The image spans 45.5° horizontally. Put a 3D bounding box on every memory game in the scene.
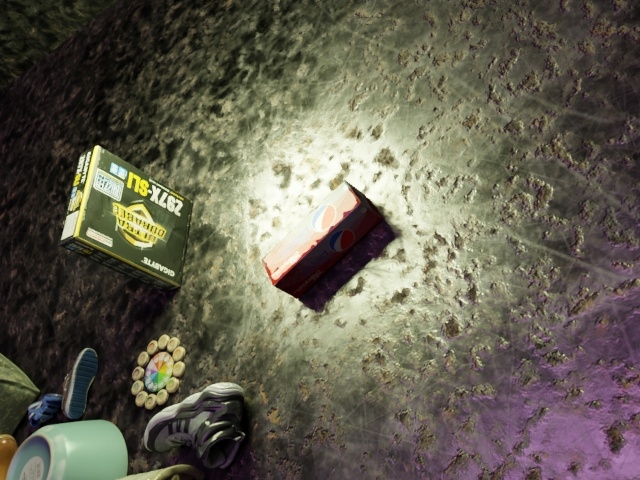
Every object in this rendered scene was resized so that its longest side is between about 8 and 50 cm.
[{"bbox_3d":[-0.394,0.316,1.843,0.186,0.012,0.186,-21,54,32],"label":"memory game"}]

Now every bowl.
[{"bbox_3d":[-0.618,0.557,1.791,0.312,0.163,0.311,-21,53,31],"label":"bowl"}]

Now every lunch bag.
[{"bbox_3d":[-0.963,0.443,2.152,0.287,0.169,0.235,26,82,42],"label":"lunch bag"}]

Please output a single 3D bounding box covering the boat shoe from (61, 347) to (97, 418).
[{"bbox_3d":[-0.638,0.369,1.986,0.066,0.066,0.183,-7,62,40],"label":"boat shoe"}]

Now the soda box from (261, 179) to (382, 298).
[{"bbox_3d":[0.000,0.000,1.631,0.263,0.083,0.092,-44,44,14],"label":"soda box"}]

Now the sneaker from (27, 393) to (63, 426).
[{"bbox_3d":[-0.728,0.450,2.029,0.144,0.053,0.059,-35,46,32],"label":"sneaker"}]

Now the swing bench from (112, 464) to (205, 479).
[{"bbox_3d":[-0.391,0.598,1.568,0.253,0.165,0.254,-22,53,31],"label":"swing bench"}]

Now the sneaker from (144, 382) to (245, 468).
[{"bbox_3d":[-0.266,0.418,1.606,0.269,0.101,0.153,-33,46,19],"label":"sneaker"}]

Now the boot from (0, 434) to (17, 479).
[{"bbox_3d":[-0.785,0.640,1.857,0.220,0.109,0.283,17,83,51],"label":"boot"}]

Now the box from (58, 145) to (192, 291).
[{"bbox_3d":[-0.473,-0.048,1.900,0.079,0.322,0.257,-20,54,34],"label":"box"}]
